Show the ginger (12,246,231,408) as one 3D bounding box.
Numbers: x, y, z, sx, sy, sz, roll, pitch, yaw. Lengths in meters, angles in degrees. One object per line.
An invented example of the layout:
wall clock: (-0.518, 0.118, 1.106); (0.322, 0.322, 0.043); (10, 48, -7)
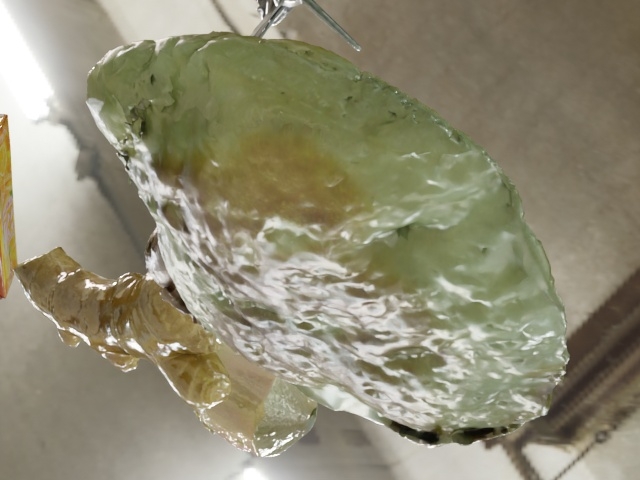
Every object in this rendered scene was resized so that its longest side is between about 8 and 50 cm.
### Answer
ginger: (-0.171, 0.056, 1.164); (0.299, 0.065, 0.118); (15, -64, 51)

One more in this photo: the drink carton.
drink carton: (-0.430, -0.043, 1.753); (0.096, 0.071, 0.223); (-92, -176, -62)

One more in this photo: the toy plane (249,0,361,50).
toy plane: (-0.016, -0.195, 0.918); (0.212, 0.088, 0.267); (-46, -159, 6)

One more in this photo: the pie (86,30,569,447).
pie: (0.007, 0.003, 0.682); (0.257, 0.274, 0.105); (29, -113, 20)

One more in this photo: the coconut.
coconut: (-0.058, 0.158, 1.396); (0.122, 0.116, 0.116); (24, -83, 25)
